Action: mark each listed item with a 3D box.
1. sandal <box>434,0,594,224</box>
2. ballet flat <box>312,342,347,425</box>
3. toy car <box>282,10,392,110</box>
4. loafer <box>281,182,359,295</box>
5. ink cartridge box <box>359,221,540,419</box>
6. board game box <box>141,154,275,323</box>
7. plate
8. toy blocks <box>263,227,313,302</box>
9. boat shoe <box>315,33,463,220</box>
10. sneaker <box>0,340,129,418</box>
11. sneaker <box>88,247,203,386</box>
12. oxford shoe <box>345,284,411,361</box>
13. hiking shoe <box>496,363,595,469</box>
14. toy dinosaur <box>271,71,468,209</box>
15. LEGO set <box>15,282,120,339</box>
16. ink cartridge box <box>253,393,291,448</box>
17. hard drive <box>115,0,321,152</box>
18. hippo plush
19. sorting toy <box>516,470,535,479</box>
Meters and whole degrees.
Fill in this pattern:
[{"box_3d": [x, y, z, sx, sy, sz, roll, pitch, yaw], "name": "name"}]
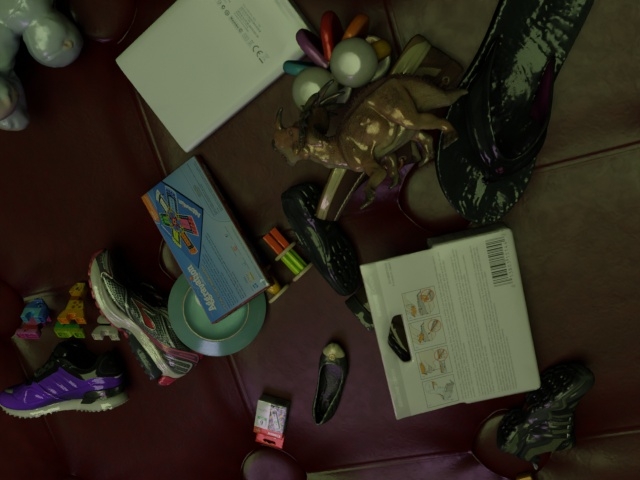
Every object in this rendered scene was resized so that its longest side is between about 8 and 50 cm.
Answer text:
[{"box_3d": [0.294, -0.229, 1.128, 0.167, 0.107, 0.445, 13, 110, -4], "name": "sandal"}, {"box_3d": [0.018, 0.278, 1.408, 0.057, 0.049, 0.173, 11, 109, 11], "name": "ballet flat"}, {"box_3d": [0.017, -0.291, 1.172, 0.182, 0.159, 0.136, -33, 95, 22], "name": "toy car"}, {"box_3d": [0.000, 0.000, 1.322, 0.078, 0.076, 0.223, -12, 110, 51], "name": "loafer"}, {"box_3d": [0.224, 0.140, 1.268, 0.261, 0.066, 0.296, -13, 103, 3], "name": "ink cartridge box"}, {"box_3d": [-0.212, -0.002, 1.356, 0.145, 0.027, 0.281, -34, 80, 18], "name": "board game box"}, {"box_3d": [-0.198, 0.128, 1.394, 0.188, 0.024, 0.188, 0, 88, -2], "name": "plate"}, {"box_3d": [-0.102, 0.027, 1.361, 0.148, 0.054, 0.123, 46, 113, -2], "name": "toy blocks"}, {"box_3d": [0.113, -0.162, 1.208, 0.123, 0.123, 0.342, 31, 101, -3], "name": "boat shoe"}, {"box_3d": [-0.550, 0.284, 1.547, 0.293, 0.102, 0.146, -7, 101, 12], "name": "sneaker"}, {"box_3d": [-0.344, 0.137, 1.438, 0.112, 0.121, 0.299, -33, 103, 6], "name": "sneaker"}, {"box_3d": [0.157, 0.159, 1.319, 0.227, 0.083, 0.096, 44, 95, -10], "name": "oxford shoe"}, {"box_3d": [0.419, 0.312, 1.302, 0.114, 0.086, 0.227, 31, 119, -10], "name": "hiking shoe"}, {"box_3d": [0.077, -0.179, 1.085, 0.296, 0.127, 0.200, -36, 89, 3], "name": "toy dinosaur"}, {"box_3d": [-0.517, 0.141, 1.503, 0.227, 0.093, 0.087, 0, 138, 10], "name": "LEGO set"}, {"box_3d": [-0.101, 0.373, 1.481, 0.063, 0.029, 0.115, 14, 109, 11], "name": "ink cartridge box"}, {"box_3d": [-0.182, -0.332, 1.278, 0.319, 0.040, 0.210, -35, 95, 22], "name": "hard drive"}, {"box_3d": [-0.570, -0.371, 1.317, 0.236, 0.234, 0.294, -41, 110, -8], "name": "hippo plush"}, {"box_3d": [0.394, 0.603, 1.410, 0.229, 0.041, 0.307, -23, 99, 21], "name": "sorting toy"}]
